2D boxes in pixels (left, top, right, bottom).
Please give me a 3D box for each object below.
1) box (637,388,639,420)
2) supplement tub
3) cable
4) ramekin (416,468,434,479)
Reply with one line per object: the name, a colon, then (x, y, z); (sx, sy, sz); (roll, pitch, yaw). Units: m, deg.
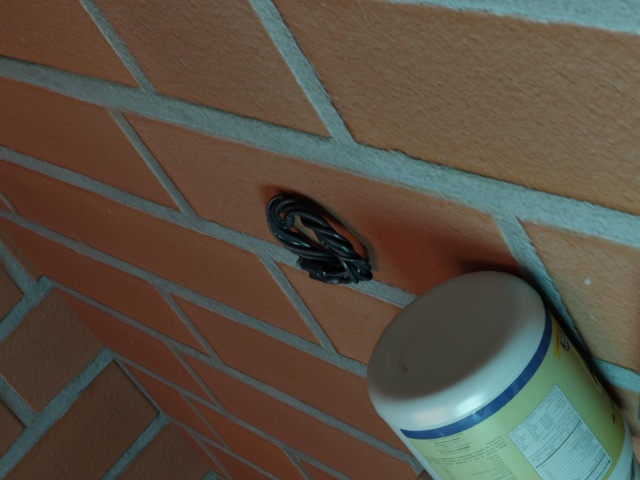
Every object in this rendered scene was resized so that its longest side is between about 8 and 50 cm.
box: (0.415, 0.162, 1.345); (0.183, 0.056, 0.231); (32, 159, 28)
supplement tub: (0.224, 0.215, 1.563); (0.316, 0.228, 0.228); (52, 158, -26)
cable: (0.000, 0.000, 1.819); (0.184, 0.047, 0.151); (18, 145, 54)
ramekin: (0.258, 0.413, 1.935); (0.277, 0.135, 0.277); (55, 174, 9)
